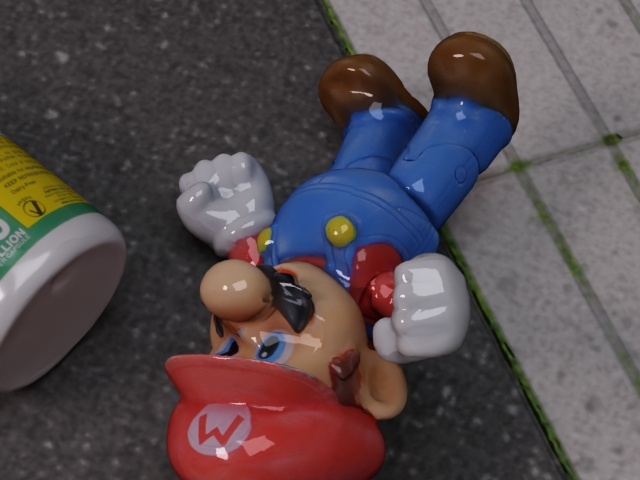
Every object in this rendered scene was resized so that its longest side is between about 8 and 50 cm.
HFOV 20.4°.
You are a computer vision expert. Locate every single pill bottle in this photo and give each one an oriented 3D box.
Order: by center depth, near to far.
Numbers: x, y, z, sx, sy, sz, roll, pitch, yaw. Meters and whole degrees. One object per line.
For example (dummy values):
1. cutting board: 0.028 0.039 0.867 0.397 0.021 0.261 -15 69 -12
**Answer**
1. pill bottle: -0.221 -0.020 0.998 0.208 0.118 0.117 38 61 15

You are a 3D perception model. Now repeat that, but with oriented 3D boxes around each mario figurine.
1. mario figurine: 0.000 0.000 0.978 0.170 0.198 0.321 29 53 -4
